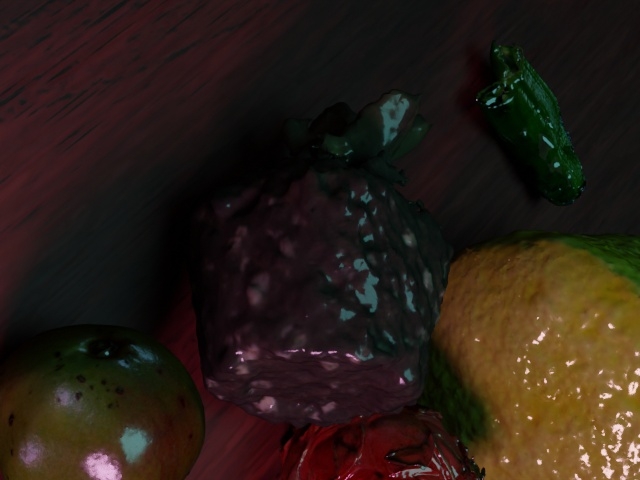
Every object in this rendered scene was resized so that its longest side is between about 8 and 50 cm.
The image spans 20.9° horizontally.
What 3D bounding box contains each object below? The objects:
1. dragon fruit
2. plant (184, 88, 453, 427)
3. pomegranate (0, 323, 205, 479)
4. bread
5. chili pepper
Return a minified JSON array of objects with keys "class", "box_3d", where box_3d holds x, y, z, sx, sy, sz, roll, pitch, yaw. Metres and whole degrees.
[{"class":"dragon fruit","box_3d":[0.051,0.225,1.662,0.172,0.209,0.172,-34,138,-37]},{"class":"plant","box_3d":[0.000,0.000,1.584,0.213,0.215,0.312,29,58,-49]},{"class":"pomegranate","box_3d":[-0.187,0.170,1.415,0.180,0.180,0.210,-26,142,-47]},{"class":"bread","box_3d":[0.269,0.147,1.822,0.308,0.348,0.348,-15,101,-60]},{"class":"chili pepper","box_3d":[0.237,-0.134,1.979,0.224,0.061,0.098,50,59,-34]}]
